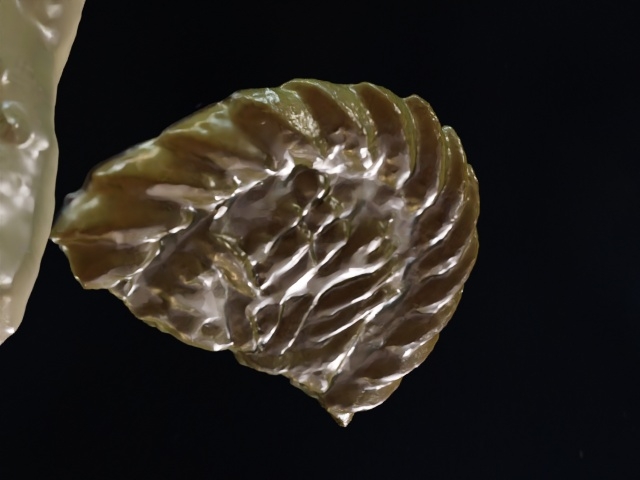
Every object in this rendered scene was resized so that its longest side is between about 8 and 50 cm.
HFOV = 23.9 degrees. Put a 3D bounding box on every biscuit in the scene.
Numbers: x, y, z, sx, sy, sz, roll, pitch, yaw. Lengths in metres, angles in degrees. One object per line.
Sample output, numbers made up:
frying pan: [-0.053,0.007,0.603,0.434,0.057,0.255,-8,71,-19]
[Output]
biscuit: [0.000,0.000,0.811,0.187,0.036,0.273,-47,-44,11]

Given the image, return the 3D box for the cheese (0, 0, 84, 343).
cheese: [-0.171,-0.080,0.611,0.093,0.263,0.159,-25,-39,37]
